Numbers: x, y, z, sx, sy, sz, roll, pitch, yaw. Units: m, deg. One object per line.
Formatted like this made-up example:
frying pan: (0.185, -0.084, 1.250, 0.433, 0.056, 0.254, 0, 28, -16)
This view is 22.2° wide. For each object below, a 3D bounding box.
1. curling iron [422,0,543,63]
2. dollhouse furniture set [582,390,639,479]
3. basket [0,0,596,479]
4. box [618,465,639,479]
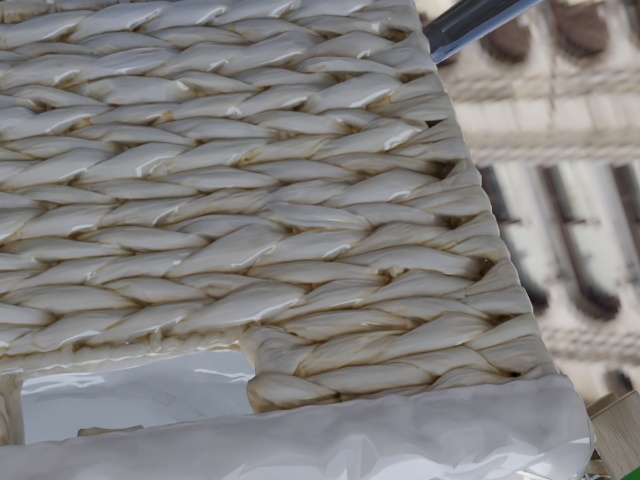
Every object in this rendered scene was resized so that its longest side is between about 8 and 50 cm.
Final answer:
curling iron: (0.136, -0.170, 0.870, 0.274, 0.068, 0.035, -40, -140, -25)
dollhouse furniture set: (0.130, 0.230, 1.114, 0.242, 0.161, 0.212, -31, 180, -14)
basket: (-0.087, 0.087, 0.744, 0.328, 0.331, 0.266, -7, -127, -9)
box: (0.114, 0.159, 0.564, 0.043, 0.179, 0.105, 10, 152, -13)
